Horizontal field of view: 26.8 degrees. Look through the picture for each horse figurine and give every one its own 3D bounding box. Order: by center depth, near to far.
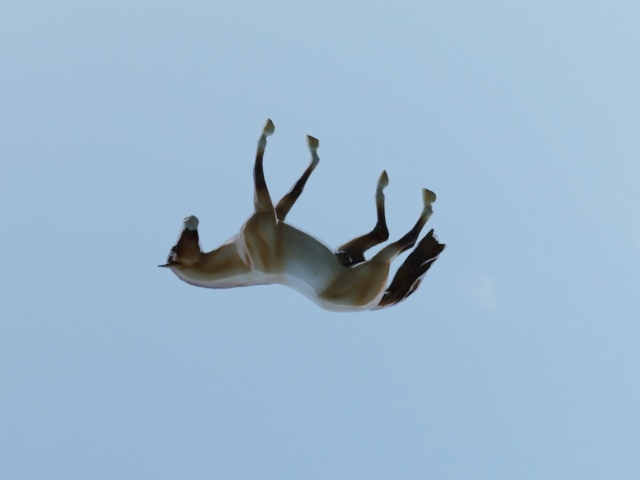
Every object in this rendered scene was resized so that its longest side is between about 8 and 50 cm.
[{"bbox_3d":[0.000,0.000,1.275,0.263,0.066,0.174,22,-85,-18],"label":"horse figurine"}]
